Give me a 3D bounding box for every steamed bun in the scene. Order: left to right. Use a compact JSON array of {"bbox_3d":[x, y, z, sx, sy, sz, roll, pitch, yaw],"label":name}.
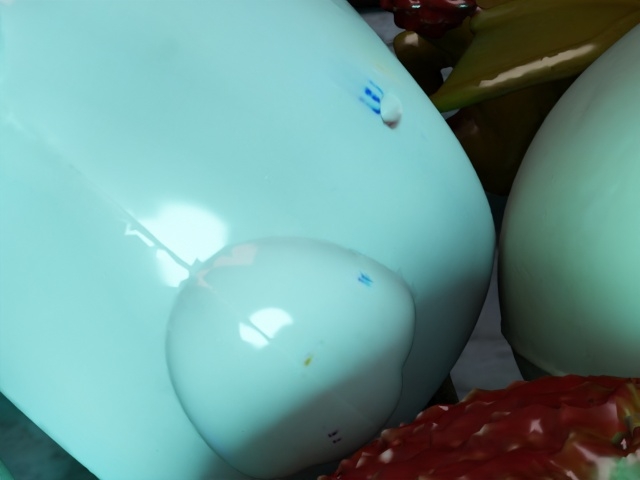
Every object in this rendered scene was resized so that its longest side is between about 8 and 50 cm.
[{"bbox_3d":[0.278,0.005,0.883,0.374,0.334,0.334,-8,35,-8],"label":"steamed bun"}]

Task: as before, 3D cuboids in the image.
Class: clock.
[{"bbox_3d":[-0.094,-0.046,0.866,0.250,0.377,0.368,-47,36,-1],"label":"clock"}]

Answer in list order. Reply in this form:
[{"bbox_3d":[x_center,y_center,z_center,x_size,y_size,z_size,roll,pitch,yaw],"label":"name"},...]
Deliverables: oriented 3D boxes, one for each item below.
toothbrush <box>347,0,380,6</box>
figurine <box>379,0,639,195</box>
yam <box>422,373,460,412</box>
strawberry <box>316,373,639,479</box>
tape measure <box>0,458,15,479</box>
[{"bbox_3d":[0.163,-0.232,1.476,0.364,0.041,0.041,-4,35,7],"label":"toothbrush"},{"bbox_3d":[0.227,-0.147,1.149,0.387,0.268,0.401,-15,22,15],"label":"figurine"},{"bbox_3d":[0.074,0.097,1.042,0.027,0.033,0.129,-36,28,14],"label":"yam"},{"bbox_3d":[0.058,0.204,0.714,0.351,0.267,0.312,-4,49,44],"label":"strawberry"},{"bbox_3d":[-0.203,0.113,0.793,0.098,0.351,0.215,-30,43,-30],"label":"tape measure"}]
